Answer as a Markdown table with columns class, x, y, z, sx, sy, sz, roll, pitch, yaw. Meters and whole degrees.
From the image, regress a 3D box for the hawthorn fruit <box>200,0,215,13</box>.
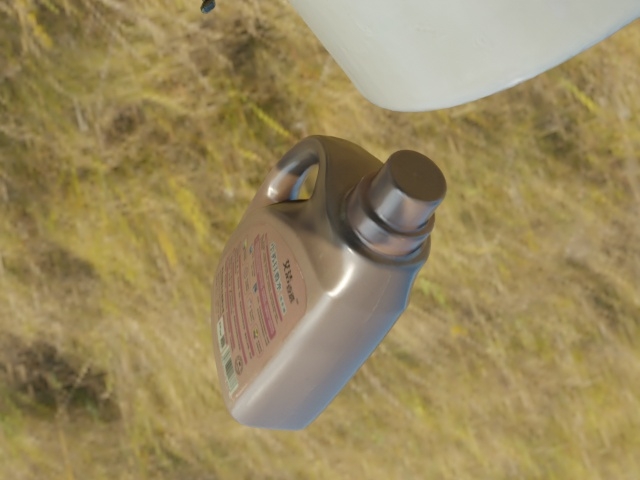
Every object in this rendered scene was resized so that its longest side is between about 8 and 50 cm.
| class | x | y | z | sx | sy | sz | roll | pitch | yaw |
| --- | --- | --- | --- | --- | --- | --- | --- | --- | --- |
| hawthorn fruit | -0.153 | -0.291 | 1.079 | 0.165 | 0.285 | 0.165 | -38 | 172 | -7 |

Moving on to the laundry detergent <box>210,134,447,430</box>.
| class | x | y | z | sx | sy | sz | roll | pitch | yaw |
| --- | --- | --- | --- | --- | --- | --- | --- | --- | --- |
| laundry detergent | 0.000 | 0.000 | 0.872 | 0.076 | 0.171 | 0.237 | 8 | 140 | -24 |

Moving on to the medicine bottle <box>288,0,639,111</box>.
| class | x | y | z | sx | sy | sz | roll | pitch | yaw |
| --- | --- | --- | --- | --- | --- | --- | --- | --- | --- |
| medicine bottle | 0.046 | -0.209 | 0.529 | 0.238 | 0.238 | 0.232 | -30 | 115 | 27 |
